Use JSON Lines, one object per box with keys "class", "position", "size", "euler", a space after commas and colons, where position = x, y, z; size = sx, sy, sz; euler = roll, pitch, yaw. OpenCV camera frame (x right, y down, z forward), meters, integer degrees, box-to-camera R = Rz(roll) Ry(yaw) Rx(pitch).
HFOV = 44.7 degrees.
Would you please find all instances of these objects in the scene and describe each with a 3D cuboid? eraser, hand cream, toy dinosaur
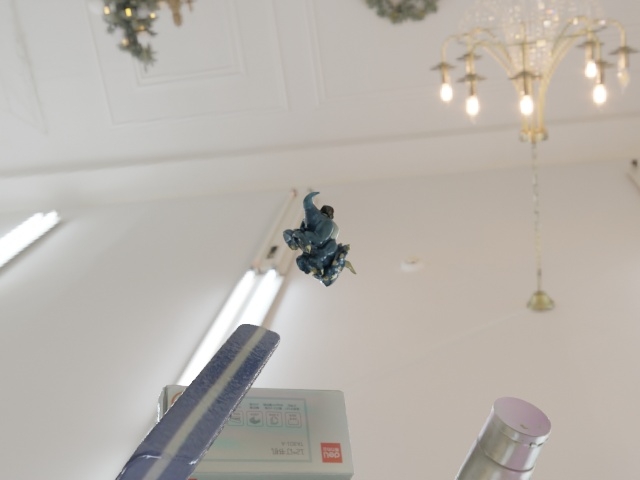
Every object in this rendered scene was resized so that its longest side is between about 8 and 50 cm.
{"class": "eraser", "position": [-0.087, 0.128, 0.554], "size": [0.036, 0.082, 0.225], "euler": [35, -160, 1]}
{"class": "hand cream", "position": [0.187, 0.330, 0.925], "size": [0.111, 0.312, 0.070], "euler": [15, -155, -5]}
{"class": "toy dinosaur", "position": [0.000, 0.000, 0.652], "size": [0.047, 0.083, 0.030], "euler": [-43, -149, -27]}

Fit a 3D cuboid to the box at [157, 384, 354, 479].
{"class": "box", "position": [-0.094, 0.276, 1.083], "size": [0.269, 0.079, 0.135], "euler": [5, -130, -16]}
